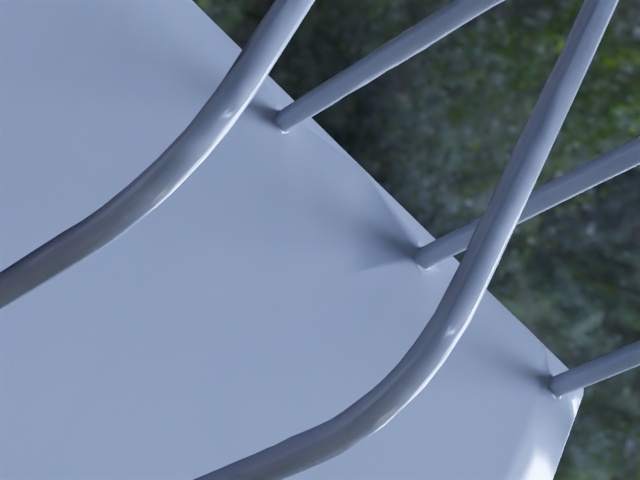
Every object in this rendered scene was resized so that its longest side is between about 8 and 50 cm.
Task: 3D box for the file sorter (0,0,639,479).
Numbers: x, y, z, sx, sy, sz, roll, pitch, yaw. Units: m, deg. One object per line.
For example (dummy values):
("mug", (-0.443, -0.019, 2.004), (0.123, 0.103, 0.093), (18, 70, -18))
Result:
("file sorter", (0.000, 0.000, 0.475), (0.173, 0.278, 0.193), (-27, -154, 44))
